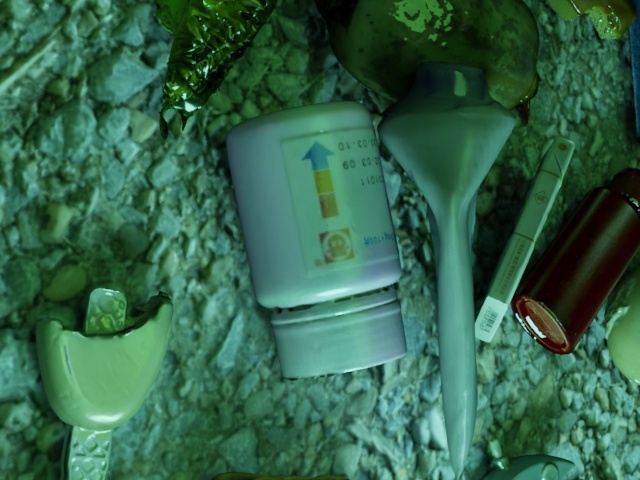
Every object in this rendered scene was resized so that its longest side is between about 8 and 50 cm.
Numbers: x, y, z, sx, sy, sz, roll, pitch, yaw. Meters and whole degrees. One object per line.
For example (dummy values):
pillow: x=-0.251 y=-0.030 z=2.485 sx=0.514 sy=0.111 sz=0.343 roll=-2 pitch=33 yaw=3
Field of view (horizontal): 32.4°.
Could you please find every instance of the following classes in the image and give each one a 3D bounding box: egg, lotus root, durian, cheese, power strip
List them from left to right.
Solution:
cheese: x=-0.202 y=0.153 z=0.990 sx=0.127 sy=0.049 sz=0.235 roll=12 pitch=78 yaw=-34
durian: x=-0.092 y=-0.246 z=1.074 sx=0.107 sy=0.132 sz=0.375 roll=51 pitch=54 yaw=-32
lotus root: x=0.139 y=-0.223 z=1.205 sx=0.309 sy=0.173 sz=0.173 roll=18 pitch=74 yaw=-33
power strip: x=0.227 y=0.346 z=1.244 sx=0.167 sy=0.054 sz=0.253 roll=-1 pitch=85 yaw=-34
egg: x=0.438 y=0.096 z=1.352 sx=0.201 sy=0.164 sz=0.164 roll=-40 pitch=106 yaw=-26

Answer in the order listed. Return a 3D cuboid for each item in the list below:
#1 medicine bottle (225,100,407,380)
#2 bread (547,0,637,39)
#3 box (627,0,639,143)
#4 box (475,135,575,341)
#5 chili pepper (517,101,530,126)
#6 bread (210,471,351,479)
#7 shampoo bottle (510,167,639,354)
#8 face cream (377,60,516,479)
medicine bottle: x=0.000 y=0.000 z=1.084 sx=0.152 sy=0.152 sz=0.255 roll=-12 pitch=91 yaw=-34
bread: x=0.311 y=-0.340 z=1.396 sx=0.226 sy=0.049 sz=0.088 roll=48 pitch=61 yaw=-20
box: x=0.546 y=-0.257 z=1.496 sx=0.278 sy=0.116 sz=0.262 roll=2 pitch=82 yaw=-36
box: x=0.231 y=0.000 z=1.261 sx=0.032 sy=0.122 sz=0.220 roll=23 pitch=66 yaw=10
chili pepper: x=0.229 y=-0.222 z=1.330 sx=0.027 sy=0.045 sz=0.178 roll=-28 pitch=105 yaw=-24
bread: x=-0.020 y=0.287 z=1.069 sx=0.200 sy=0.077 sz=0.116 roll=12 pitch=77 yaw=-39
shampoo bottle: x=0.333 y=0.014 z=1.351 sx=0.102 sy=0.064 sz=0.260 roll=48 pitch=61 yaw=-15
face cream: x=0.129 y=0.032 z=1.108 sx=0.137 sy=0.235 sz=0.420 roll=-1 pitch=96 yaw=6
